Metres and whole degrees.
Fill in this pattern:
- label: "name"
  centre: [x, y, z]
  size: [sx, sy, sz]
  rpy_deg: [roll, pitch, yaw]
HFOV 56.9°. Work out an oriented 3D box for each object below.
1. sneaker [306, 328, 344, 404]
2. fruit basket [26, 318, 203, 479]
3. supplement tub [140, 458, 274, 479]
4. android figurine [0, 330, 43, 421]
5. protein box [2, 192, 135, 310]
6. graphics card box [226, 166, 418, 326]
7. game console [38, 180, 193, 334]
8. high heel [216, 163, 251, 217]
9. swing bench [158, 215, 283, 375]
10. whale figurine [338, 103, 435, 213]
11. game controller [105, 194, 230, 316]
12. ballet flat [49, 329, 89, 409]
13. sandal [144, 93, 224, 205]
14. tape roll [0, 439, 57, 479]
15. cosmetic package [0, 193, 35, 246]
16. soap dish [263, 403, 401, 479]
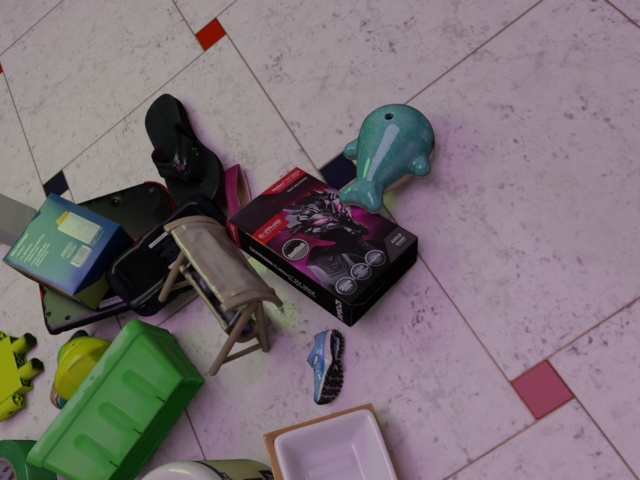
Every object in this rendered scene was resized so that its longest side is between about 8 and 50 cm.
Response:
- label: "sneaker"
  centre: [0.006, 0.274, 1.279]
  size: [0.073, 0.063, 0.162]
  rpy_deg: [-9, 63, 40]
- label: "fruit basket"
  centre: [-0.507, 0.336, 1.367]
  size: [0.391, 0.283, 0.392]
  rpy_deg: [-2, 74, 6]
- label: "supplement tub"
  centre: [-0.189, 0.536, 1.110]
  size: [0.235, 0.325, 0.236]
  rpy_deg: [-8, 69, 21]
- label: "android figurine"
  centre: [-0.893, 0.380, 1.632]
  size: [0.272, 0.056, 0.248]
  rpy_deg: [-34, 62, 8]
- label: "protein box"
  centre: [-0.601, 0.028, 1.432]
  size: [0.201, 0.136, 0.200]
  rpy_deg: [24, 70, 11]
- label: "graphics card box"
  centre: [0.000, 0.000, 1.298]
  size: [0.371, 0.094, 0.232]
  rpy_deg: [34, 59, 29]
- label: "game console"
  centre: [-0.543, 0.034, 1.535]
  size: [0.386, 0.060, 0.342]
  rpy_deg: [-19, 68, -6]
- label: "high heel"
  centre: [-0.177, -0.096, 1.472]
  size: [0.117, 0.082, 0.244]
  rpy_deg: [-51, 52, 1]
- label: "swing bench"
  centre: [-0.220, 0.108, 1.295]
  size: [0.253, 0.165, 0.255]
  rpy_deg: [49, 140, 28]
- label: "whale figurine"
  centre: [0.139, -0.189, 1.297]
  size: [0.216, 0.141, 0.272]
  rpy_deg: [22, 64, 29]
- label: "game controller"
  centre: [-0.357, 0.036, 1.432]
  size: [0.319, 0.067, 0.166]
  rpy_deg: [-41, 101, -9]
- label: "ballet flat"
  centre: [-0.663, 0.333, 1.540]
  size: [0.067, 0.073, 0.206]
  rpy_deg: [-4, 66, 38]
- label: "sandal"
  centre: [-0.395, -0.239, 1.572]
  size: [0.167, 0.107, 0.446]
  rpy_deg: [-46, 54, 15]
- label: "tape roll"
  centre: [-0.754, 0.648, 1.420]
  size: [0.321, 0.077, 0.321]
  rpy_deg: [-14, 66, 36]
- label: "cosmetic package"
  centre: [-0.947, -0.070, 1.710]
  size: [0.085, 0.231, 0.117]
  rpy_deg: [-15, 66, 19]
- label: "soap dish"
  centre: [0.038, 0.479, 1.105]
  size: [0.228, 0.118, 0.291]
  rpy_deg: [-12, 62, -17]
